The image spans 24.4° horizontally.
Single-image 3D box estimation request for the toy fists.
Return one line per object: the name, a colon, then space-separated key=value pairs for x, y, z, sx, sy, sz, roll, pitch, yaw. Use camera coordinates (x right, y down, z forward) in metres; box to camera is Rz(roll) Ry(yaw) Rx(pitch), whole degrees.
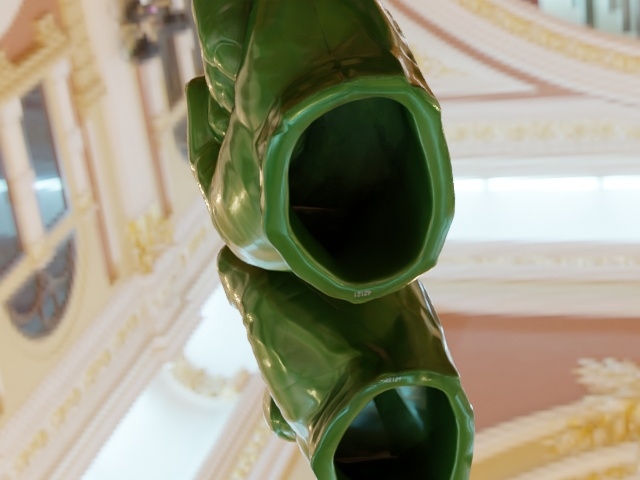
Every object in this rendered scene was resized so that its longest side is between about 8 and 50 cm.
toy fists: x=0.000 y=0.000 z=0.652 sx=0.096 sy=0.279 sz=0.142 roll=-14 pitch=-141 yaw=-5
